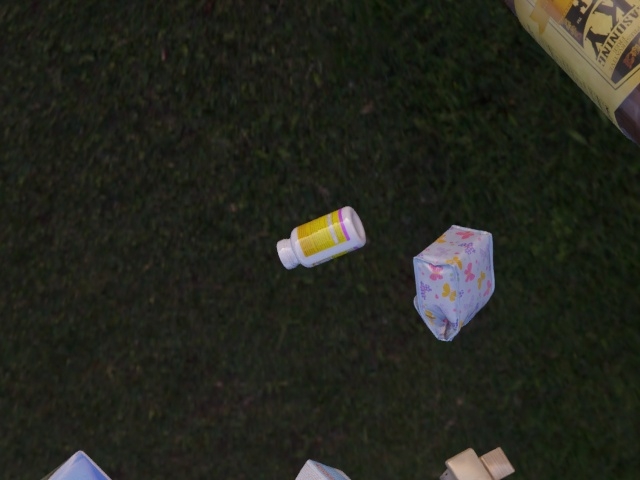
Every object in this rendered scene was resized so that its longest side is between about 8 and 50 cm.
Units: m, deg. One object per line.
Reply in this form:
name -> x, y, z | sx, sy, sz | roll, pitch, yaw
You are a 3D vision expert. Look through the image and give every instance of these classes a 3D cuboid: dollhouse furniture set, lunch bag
dollhouse furniture set -> 0.258, 0.274, 1.303 | 0.182, 0.161, 0.101 | -23, 158, -25
lunch bag -> 0.118, 0.039, 1.025 | 0.053, 0.071, 0.083 | 10, 123, 35

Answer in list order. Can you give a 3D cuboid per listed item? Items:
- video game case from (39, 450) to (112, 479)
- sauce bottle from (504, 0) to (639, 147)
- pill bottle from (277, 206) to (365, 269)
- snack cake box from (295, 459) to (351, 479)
video game case -> -0.159, 0.313, 0.960 | 0.269, 0.061, 0.244 | 46, 145, -3
sauce bottle -> 0.236, -0.115, 0.763 | 0.111, 0.344, 0.111 | -12, 130, -15
pill bottle -> 0.000, 0.000, 1.152 | 0.083, 0.043, 0.043 | -22, 120, 15
snack cake box -> 0.039, 0.462, 1.702 | 0.089, 0.264, 0.152 | 29, 95, -42
